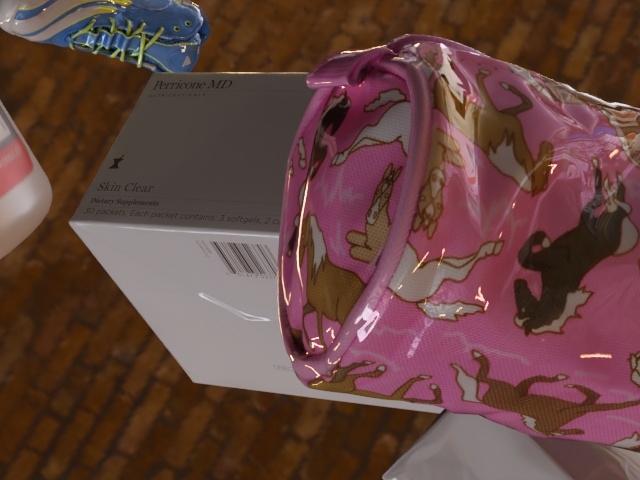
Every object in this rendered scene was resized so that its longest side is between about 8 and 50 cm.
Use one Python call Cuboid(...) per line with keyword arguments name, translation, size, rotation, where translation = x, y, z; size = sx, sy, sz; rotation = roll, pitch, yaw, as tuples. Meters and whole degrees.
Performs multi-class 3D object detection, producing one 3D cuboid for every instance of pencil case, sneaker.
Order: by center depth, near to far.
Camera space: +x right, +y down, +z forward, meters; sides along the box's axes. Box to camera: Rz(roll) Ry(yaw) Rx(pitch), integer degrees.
Cuboid(name="pencil case", translation=(0.168, 0.017, 0.724), size=(0.386, 0.160, 0.167), rotation=(10, -128, -20))
Cuboid(name="sneaker", translation=(-0.171, -0.196, 1.298), size=(0.126, 0.091, 0.240), rotation=(34, -155, 14))

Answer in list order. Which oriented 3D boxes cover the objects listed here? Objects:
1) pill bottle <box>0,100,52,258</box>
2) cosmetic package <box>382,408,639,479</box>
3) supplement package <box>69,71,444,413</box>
Cuboid(name="pill bottle", translation=(-0.154, -0.060, 0.363), size=(0.108, 0.180, 0.108), rotation=(-27, -166, 7))
Cuboid(name="cosmetic package", translation=(0.166, 0.166, 0.858), size=(0.238, 0.107, 0.127), rotation=(44, -146, 10))
Cuboid(name="supplement package", translation=(0.000, 0.000, 1.050), size=(0.261, 0.204, 0.145), rotation=(3, -127, 30))
